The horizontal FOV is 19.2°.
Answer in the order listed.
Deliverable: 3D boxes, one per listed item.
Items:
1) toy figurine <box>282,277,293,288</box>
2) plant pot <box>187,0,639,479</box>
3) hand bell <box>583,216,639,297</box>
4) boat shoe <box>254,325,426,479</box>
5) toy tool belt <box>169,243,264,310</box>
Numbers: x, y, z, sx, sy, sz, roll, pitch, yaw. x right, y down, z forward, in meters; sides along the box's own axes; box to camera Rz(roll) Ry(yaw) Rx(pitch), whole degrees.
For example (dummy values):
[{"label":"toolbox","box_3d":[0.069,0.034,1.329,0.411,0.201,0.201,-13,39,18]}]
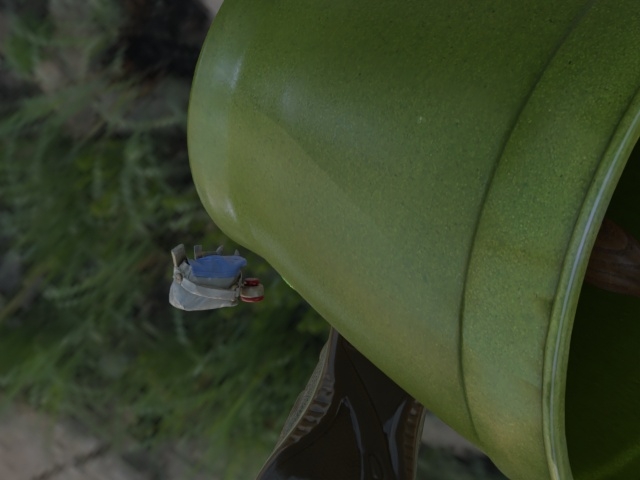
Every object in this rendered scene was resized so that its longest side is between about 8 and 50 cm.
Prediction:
[{"label":"toy figurine","box_3d":[0.000,0.000,1.970,0.173,0.130,0.159,62,171,-19]},{"label":"plant pot","box_3d":[0.116,-0.047,1.157,0.353,0.366,0.366,24,135,37]},{"label":"hand bell","box_3d":[0.110,-0.028,1.146,0.242,0.126,0.126,34,137,32]},{"label":"boat shoe","box_3d":[0.024,0.175,1.524,0.121,0.341,0.110,23,165,5]},{"label":"toy tool belt","box_3d":[-0.080,0.025,1.476,0.052,0.083,0.051,15,107,55]}]
